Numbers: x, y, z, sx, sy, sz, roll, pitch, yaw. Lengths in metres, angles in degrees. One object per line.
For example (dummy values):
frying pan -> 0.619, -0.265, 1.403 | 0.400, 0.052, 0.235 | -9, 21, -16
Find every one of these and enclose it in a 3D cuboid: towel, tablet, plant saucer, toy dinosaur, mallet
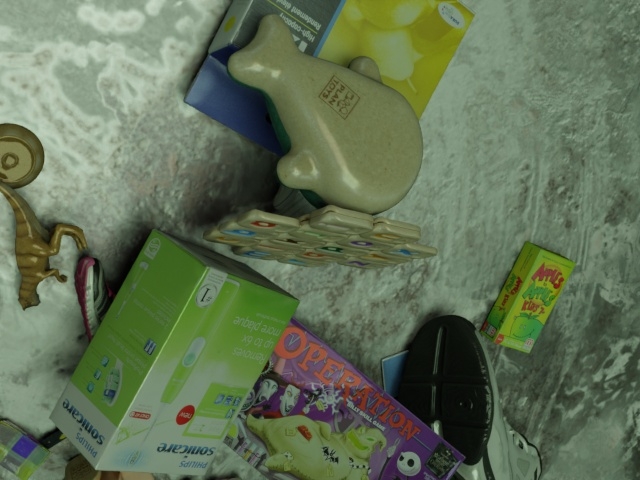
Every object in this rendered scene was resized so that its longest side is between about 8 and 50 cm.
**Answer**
towel -> -0.422, 0.290, 1.094 | 0.083, 0.009, 0.060 | 42, 93, -16
tablet -> 0.130, 0.229, 1.355 | 0.054, 0.006, 0.083 | -17, 116, -19
plant saucer -> -0.377, -0.099, 0.965 | 0.083, 0.015, 0.083 | -10, 115, -22
toy dinosaur -> -0.352, 0.000, 0.982 | 0.112, 0.064, 0.212 | -14, 120, -25
mallet -> -0.342, 0.250, 1.119 | 0.189, 0.039, 0.062 | -25, 121, -11

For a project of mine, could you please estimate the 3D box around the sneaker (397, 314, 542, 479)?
sneaker -> 0.273, 0.332, 1.409 | 0.257, 0.169, 0.448 | -16, 102, -57

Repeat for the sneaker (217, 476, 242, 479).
sneaker -> -0.138, 0.441, 1.285 | 0.070, 0.051, 0.134 | -15, 112, -14

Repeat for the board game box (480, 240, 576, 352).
board game box -> 0.363, 0.101, 1.393 | 0.092, 0.043, 0.181 | 19, 102, -31

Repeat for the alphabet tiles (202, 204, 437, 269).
alphabet tiles -> 0.000, 0.000, 1.049 | 0.277, 0.284, 0.021 | 10, 76, -28

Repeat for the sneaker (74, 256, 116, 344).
sneaker -> -0.280, 0.092, 1.066 | 0.074, 0.063, 0.170 | -16, 120, -22

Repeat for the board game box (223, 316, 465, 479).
board game box -> 0.015, 0.292, 1.174 | 0.346, 0.056, 0.208 | 38, 75, 2

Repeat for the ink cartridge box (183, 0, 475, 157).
ink cartridge box -> 0.022, -0.247, 1.052 | 0.303, 0.072, 0.307 | 26, 89, -33

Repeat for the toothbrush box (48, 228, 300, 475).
toothbrush box -> -0.186, 0.155, 1.053 | 0.206, 0.122, 0.283 | 28, 93, -54

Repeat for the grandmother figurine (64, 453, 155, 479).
grandmother figurine -> -0.265, 0.456, 1.203 | 0.207, 0.104, 0.342 | -26, 118, -8

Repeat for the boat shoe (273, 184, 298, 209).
boat shoe -> -0.043, -0.091, 1.120 | 0.035, 0.035, 0.100 | 33, 91, -30

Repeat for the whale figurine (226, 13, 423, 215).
whale figurine -> -0.003, -0.144, 0.979 | 0.272, 0.141, 0.216 | 40, 63, -17
